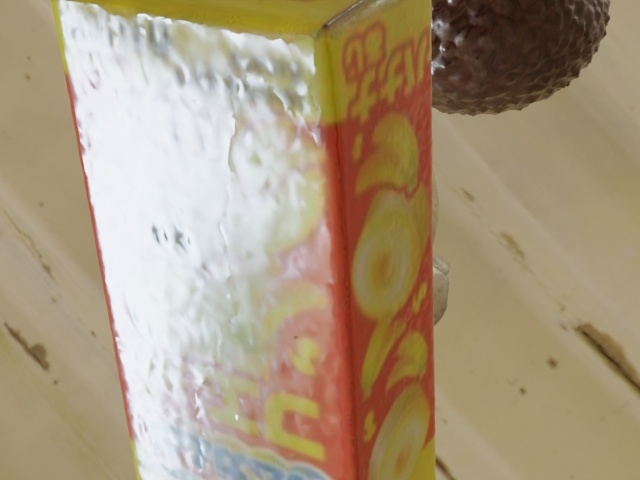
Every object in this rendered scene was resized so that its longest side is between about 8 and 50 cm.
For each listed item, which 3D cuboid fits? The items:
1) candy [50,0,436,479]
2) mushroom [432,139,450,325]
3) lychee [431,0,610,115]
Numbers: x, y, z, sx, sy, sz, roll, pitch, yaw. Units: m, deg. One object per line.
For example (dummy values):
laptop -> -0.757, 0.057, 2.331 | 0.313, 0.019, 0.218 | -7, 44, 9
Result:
candy -> -0.026, 0.012, 0.494 | 0.088, 0.146, 0.276 | -40, -44, -47
mushroom -> 0.000, 0.000, 0.842 | 0.234, 0.254, 0.260 | 33, -61, -30
lychee -> 0.181, -0.259, 1.167 | 0.261, 0.260, 0.260 | -25, -42, -25
